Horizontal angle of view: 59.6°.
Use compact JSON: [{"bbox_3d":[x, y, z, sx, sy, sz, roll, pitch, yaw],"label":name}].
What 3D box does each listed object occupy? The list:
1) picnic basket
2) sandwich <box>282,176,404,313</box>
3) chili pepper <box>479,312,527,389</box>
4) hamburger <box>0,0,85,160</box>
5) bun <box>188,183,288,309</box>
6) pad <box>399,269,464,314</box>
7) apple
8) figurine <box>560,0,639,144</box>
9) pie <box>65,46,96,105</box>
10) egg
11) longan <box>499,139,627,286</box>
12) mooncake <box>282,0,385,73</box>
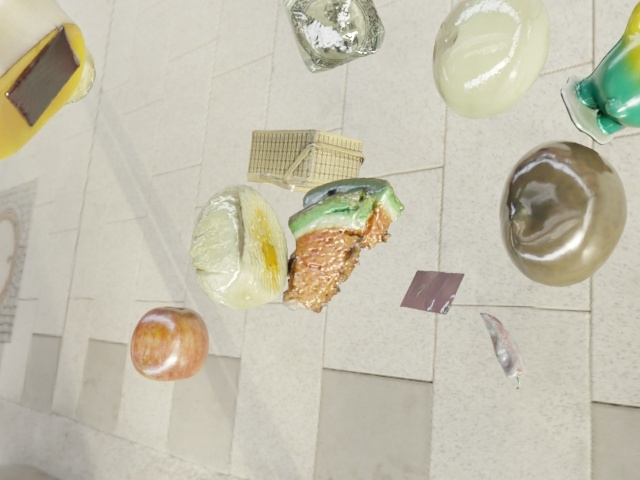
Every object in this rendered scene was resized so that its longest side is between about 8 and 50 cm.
[{"bbox_3d":[-0.047,-0.229,1.675,0.312,0.228,0.176,10,95,45],"label":"picnic basket"},{"bbox_3d":[0.000,0.000,1.121,0.250,0.162,0.301,7,70,50],"label":"sandwich"},{"bbox_3d":[0.344,0.201,1.043,0.050,0.041,0.153,-33,69,36],"label":"chili pepper"},{"bbox_3d":[-0.499,-0.263,0.864,0.295,0.151,0.227,-59,4,-31],"label":"hamburger"},{"bbox_3d":[-0.165,0.013,1.065,0.153,0.244,0.244,-13,69,14],"label":"bun"},{"bbox_3d":[0.277,0.127,1.400,0.187,0.006,0.113,0,59,62],"label":"pad"},{"bbox_3d":[-0.367,0.249,1.373,0.188,0.188,0.174,6,88,43],"label":"apple"},{"bbox_3d":[0.760,-0.377,1.286,0.324,0.231,0.340,49,146,-6],"label":"figurine"},{"bbox_3d":[-0.694,-0.424,1.374,0.274,0.274,0.055,-29,61,35],"label":"pie"},{"bbox_3d":[0.335,-0.375,1.110,0.219,0.219,0.270,27,113,43],"label":"egg"},{"bbox_3d":[0.563,-0.066,1.315,0.288,0.288,0.350,2,74,43],"label":"longan"},{"bbox_3d":[0.034,-0.609,1.540,0.254,0.250,0.136,-12,34,21],"label":"mooncake"}]
